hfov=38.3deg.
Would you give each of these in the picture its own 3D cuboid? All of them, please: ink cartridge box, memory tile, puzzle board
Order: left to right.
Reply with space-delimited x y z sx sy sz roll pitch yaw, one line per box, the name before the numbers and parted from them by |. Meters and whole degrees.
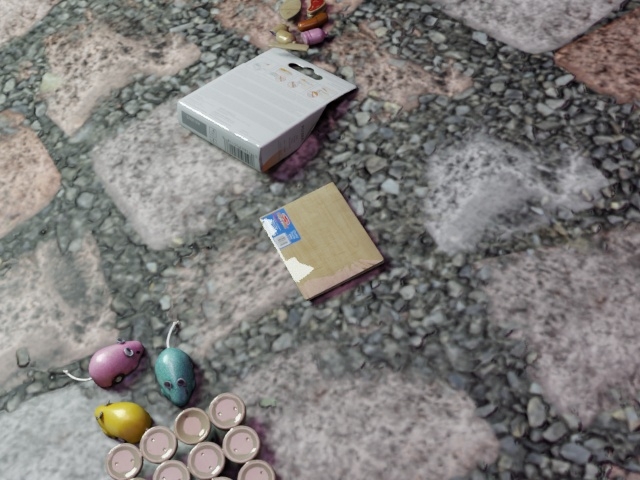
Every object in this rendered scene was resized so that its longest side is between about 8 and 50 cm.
memory tile | -0.125 0.221 0.886 0.148 0.012 0.113 -26 67 -8
ink cartridge box | -0.066 -0.168 1.151 0.145 0.045 0.179 31 48 28
puzzle board | 0.000 0.000 1.029 0.096 0.011 0.128 -27 55 -7

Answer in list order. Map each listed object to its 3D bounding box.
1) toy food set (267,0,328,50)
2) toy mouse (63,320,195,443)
toy food set | -0.024 -0.286 1.227 0.078 0.019 0.122 10 50 16
toy mouse | -0.187 0.135 0.956 0.161 0.031 0.143 20 61 22
